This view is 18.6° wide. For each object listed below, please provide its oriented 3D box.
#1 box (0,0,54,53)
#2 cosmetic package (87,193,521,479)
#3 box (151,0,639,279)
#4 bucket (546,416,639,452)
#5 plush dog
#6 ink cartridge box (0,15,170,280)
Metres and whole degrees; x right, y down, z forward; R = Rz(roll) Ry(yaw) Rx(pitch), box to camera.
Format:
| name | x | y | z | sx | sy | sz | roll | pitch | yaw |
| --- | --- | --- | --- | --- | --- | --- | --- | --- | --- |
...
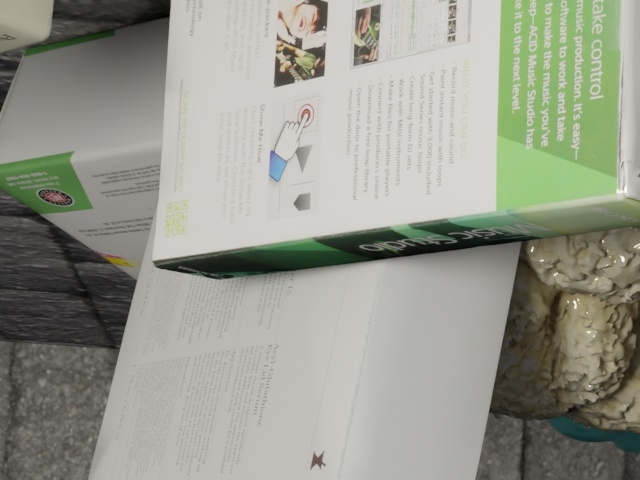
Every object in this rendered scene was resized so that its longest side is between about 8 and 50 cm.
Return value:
| name | x | y | z | sx | sy | sz | roll | pitch | yaw |
| --- | --- | --- | --- | --- | --- | --- | --- | --- | --- |
| box | -0.265 | -0.178 | 1.004 | 0.148 | 0.127 | 0.232 | -8 | 164 | 43 |
| cosmetic package | 0.000 | 0.000 | 1.155 | 0.097 | 0.377 | 0.284 | 21 | 162 | -27 |
| box | 0.042 | -0.109 | 0.979 | 0.058 | 0.232 | 0.322 | 12 | 166 | -41 |
| bucket | 0.247 | 0.010 | 1.449 | 0.281 | 0.281 | 0.183 | 6 | 162 | -11 |
| plush dog | 0.151 | 0.053 | 1.200 | 0.225 | 0.211 | 0.262 | 21 | -176 | -28 |
| ink cartridge box | -0.081 | -0.041 | 1.480 | 0.201 | 0.117 | 0.278 | -7 | 148 | 41 |
